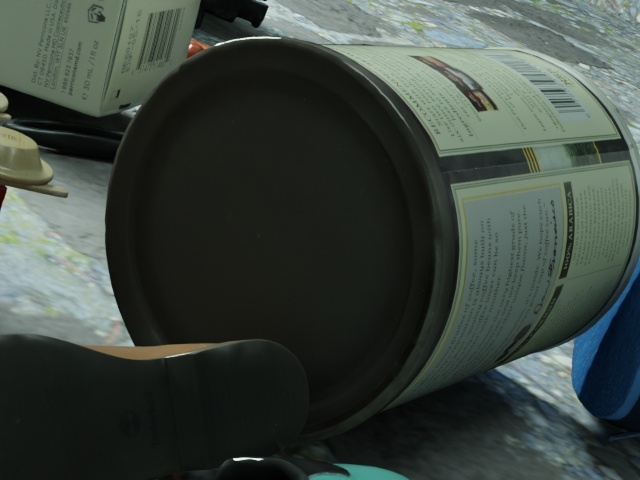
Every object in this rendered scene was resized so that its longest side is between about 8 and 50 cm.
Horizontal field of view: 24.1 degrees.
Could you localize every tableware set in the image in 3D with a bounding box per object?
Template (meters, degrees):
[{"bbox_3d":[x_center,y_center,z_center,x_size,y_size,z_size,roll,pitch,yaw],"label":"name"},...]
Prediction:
[{"bbox_3d":[-0.208,-0.063,0.752,0.141,0.020,0.168,9,20,-38],"label":"tableware set"}]

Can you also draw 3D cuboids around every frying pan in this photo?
[{"bbox_3d":[-0.075,-0.078,1.161,0.326,0.053,0.197,20,18,-13],"label":"frying pan"}]

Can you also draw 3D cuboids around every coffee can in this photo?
[{"bbox_3d":[0.043,-0.011,0.848,0.201,0.201,0.275,30,20,26],"label":"coffee can"}]

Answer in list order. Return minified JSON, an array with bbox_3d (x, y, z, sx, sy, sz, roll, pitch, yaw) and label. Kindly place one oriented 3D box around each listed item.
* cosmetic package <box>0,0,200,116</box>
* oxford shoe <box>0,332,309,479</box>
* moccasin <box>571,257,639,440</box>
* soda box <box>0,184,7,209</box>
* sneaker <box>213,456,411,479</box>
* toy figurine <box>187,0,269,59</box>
[{"bbox_3d":[-0.262,-0.199,1.146,0.309,0.113,0.160,20,17,11],"label":"cosmetic package"},{"bbox_3d":[-0.112,0.080,0.672,0.212,0.076,0.076,3,-5,-36],"label":"oxford shoe"},{"bbox_3d":[0.246,0.045,1.013,0.117,0.138,0.342,26,20,2],"label":"moccasin"},{"bbox_3d":[-0.288,-0.016,0.696,0.263,0.083,0.092,3,26,-42],"label":"soda box"},{"bbox_3d":[0.006,0.158,0.504,0.121,0.108,0.302,18,11,-7],"label":"sneaker"},{"bbox_3d":[-0.098,-0.247,1.312,0.148,0.209,0.213,21,43,-11],"label":"toy figurine"}]
